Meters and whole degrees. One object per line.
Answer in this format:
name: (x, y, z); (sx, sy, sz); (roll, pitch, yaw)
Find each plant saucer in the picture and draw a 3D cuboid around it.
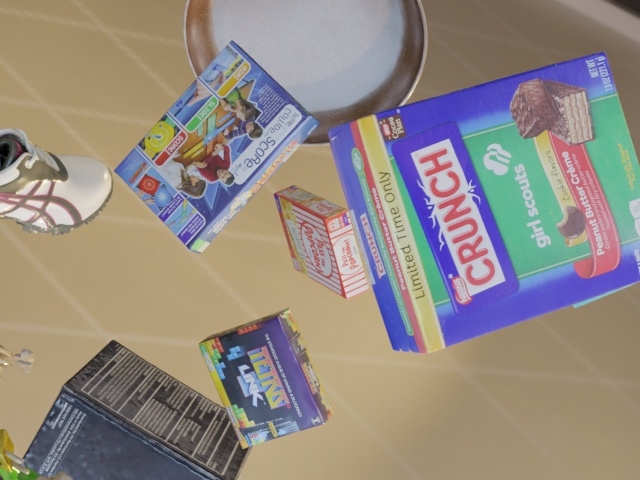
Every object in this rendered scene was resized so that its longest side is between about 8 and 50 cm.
plant saucer: (-0.018, -0.266, 1.614); (0.050, 0.310, 0.310); (-79, -165, -56)

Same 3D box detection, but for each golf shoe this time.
golf shoe: (-0.347, -0.072, 1.497); (0.273, 0.105, 0.120); (-14, 146, -47)

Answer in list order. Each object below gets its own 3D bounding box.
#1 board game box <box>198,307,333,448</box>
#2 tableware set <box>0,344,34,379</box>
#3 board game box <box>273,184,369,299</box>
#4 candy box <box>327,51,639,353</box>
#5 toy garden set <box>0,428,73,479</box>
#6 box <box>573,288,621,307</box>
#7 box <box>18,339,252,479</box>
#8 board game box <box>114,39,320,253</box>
board game box: (-0.079, 0.200, 1.820); (0.141, 0.170, 0.048); (-21, -175, 24)
tableware set: (-0.349, 0.119, 1.236); (0.194, 0.128, 0.039); (142, -37, -73)
board game box: (0.000, 0.000, 2.071); (0.045, 0.147, 0.193); (-24, -157, -21)
candy box: (0.201, -0.045, 1.430); (0.122, 0.317, 0.268); (163, -90, -74)
toy garden set: (-0.336, 0.322, 1.539); (0.049, 0.244, 0.204); (-47, 152, -28)
box: (0.515, 0.018, 2.086); (0.244, 0.060, 0.100); (-24, -151, 17)
box: (-0.279, 0.333, 1.981); (0.183, 0.294, 0.296); (-60, 179, 11)
board game box: (-0.117, -0.104, 1.412); (0.201, 0.136, 0.035); (-46, 162, 6)
